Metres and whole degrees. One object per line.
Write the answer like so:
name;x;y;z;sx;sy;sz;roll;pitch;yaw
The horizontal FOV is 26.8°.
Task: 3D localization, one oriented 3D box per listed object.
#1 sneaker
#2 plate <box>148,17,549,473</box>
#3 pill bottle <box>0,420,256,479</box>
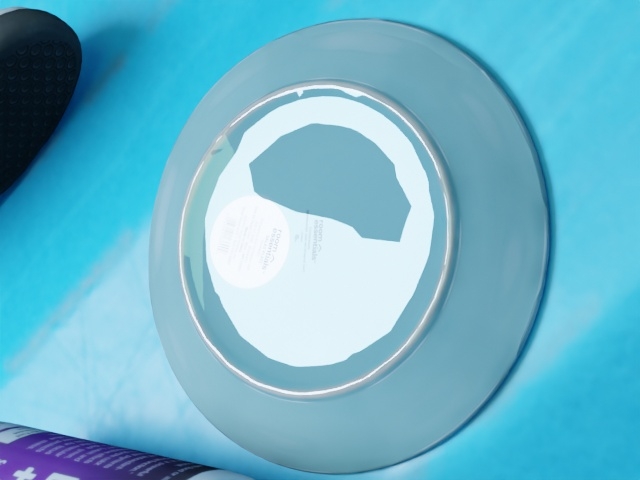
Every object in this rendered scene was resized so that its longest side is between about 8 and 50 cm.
sneaker;-0.240;-0.047;0.650;0.270;0.090;0.145;-46;66;20
plate;0.000;0.000;0.543;0.188;0.024;0.188;-4;82;29
pill bottle;-0.074;0.136;0.519;0.194;0.108;0.108;6;86;31
